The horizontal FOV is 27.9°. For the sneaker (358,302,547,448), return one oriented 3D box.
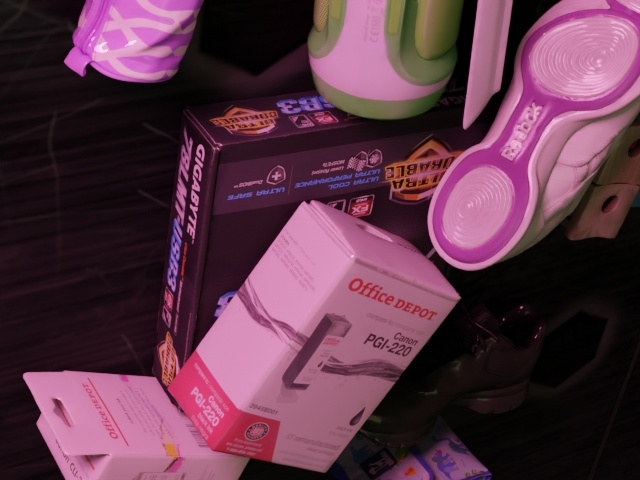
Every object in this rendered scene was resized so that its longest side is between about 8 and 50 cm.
[{"bbox_3d":[0.130,0.129,1.376,0.286,0.109,0.130,-14,137,-41],"label":"sneaker"}]

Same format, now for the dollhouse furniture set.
[{"bbox_3d":[0.300,-0.092,1.298,0.184,0.129,0.129,-2,125,-36],"label":"dollhouse furniture set"}]

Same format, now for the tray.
[{"bbox_3d":[0.148,-0.236,1.052,0.030,0.145,0.270,8,132,7],"label":"tray"}]

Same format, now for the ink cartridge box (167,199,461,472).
[{"bbox_3d":[-0.004,0.089,1.142,0.159,0.092,0.218,21,109,-46],"label":"ink cartridge box"}]

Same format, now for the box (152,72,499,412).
[{"bbox_3d":[0.000,0.000,1.191,0.296,0.073,0.293,-11,130,-30],"label":"box"}]

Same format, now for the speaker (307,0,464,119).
[{"bbox_3d":[0.059,-0.243,0.983,0.131,0.131,0.296,-17,133,-27],"label":"speaker"}]

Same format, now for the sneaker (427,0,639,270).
[{"bbox_3d":[0.213,-0.105,1.161,0.305,0.114,0.152,-52,160,11],"label":"sneaker"}]

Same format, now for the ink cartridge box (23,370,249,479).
[{"bbox_3d":[-0.177,0.181,1.174,0.198,0.115,0.067,11,118,-42],"label":"ink cartridge box"}]

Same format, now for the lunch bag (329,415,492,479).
[{"bbox_3d":[0.091,0.259,1.439,0.151,0.129,0.096,-10,129,-29],"label":"lunch bag"}]

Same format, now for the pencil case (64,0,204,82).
[{"bbox_3d":[-0.114,-0.211,0.903,0.088,0.086,0.206,-21,138,-51],"label":"pencil case"}]
